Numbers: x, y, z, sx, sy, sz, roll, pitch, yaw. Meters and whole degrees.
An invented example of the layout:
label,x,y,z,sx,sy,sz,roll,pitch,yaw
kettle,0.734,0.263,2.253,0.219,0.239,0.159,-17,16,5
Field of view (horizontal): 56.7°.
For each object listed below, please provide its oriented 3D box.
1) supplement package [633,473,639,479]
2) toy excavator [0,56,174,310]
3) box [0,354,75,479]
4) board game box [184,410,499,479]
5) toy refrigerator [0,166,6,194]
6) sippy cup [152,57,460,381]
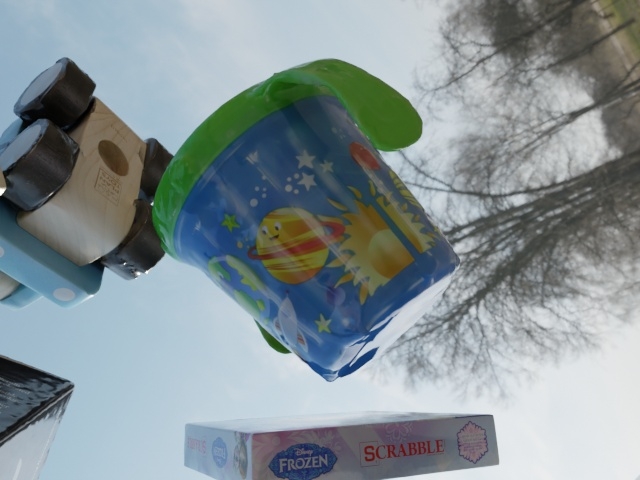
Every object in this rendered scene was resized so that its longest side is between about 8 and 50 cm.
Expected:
label,x,y,z,sx,sy,sz,roll,pitch,yaw
supplement package,0.307,0.255,0.428,0.175,0.177,0.293,45,165,28
toy excavator,-0.441,0.031,0.818,0.222,0.445,0.433,45,-154,-39
box,-0.241,0.152,0.318,0.108,0.153,0.207,22,178,-5
board game box,0.008,0.271,0.797,0.318,0.319,0.066,4,-106,-25
toy refrigerator,-0.473,-0.030,0.673,0.094,0.269,0.102,6,-127,-58
sippy cup,0.000,0.000,0.568,0.224,0.240,0.305,46,178,19
